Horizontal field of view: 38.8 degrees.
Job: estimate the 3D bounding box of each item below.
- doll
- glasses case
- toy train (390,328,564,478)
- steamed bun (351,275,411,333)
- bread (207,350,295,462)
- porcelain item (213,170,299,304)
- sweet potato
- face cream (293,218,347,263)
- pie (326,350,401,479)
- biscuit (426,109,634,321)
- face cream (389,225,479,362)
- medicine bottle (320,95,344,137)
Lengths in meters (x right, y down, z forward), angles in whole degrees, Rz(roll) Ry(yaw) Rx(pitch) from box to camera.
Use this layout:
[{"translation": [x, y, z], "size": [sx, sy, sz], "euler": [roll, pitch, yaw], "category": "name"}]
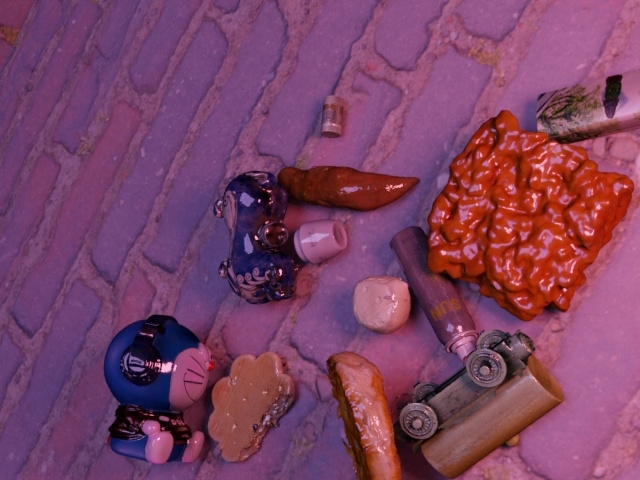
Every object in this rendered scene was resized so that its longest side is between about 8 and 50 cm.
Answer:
[{"translation": [-0.359, 0.317, 1.988], "size": [0.240, 0.284, 0.309], "euler": [7, 81, 10], "category": "doll"}, {"translation": [0.510, -0.237, 1.570], "size": [0.272, 0.062, 0.095], "euler": [-11, 70, 36], "category": "glasses case"}, {"translation": [0.263, 0.286, 1.556], "size": [0.307, 0.126, 0.189], "euler": [-42, 79, 22], "category": "toy train"}, {"translation": [0.125, 0.125, 1.758], "size": [0.130, 0.091, 0.112], "euler": [-7, 81, 52], "category": "steamed bun"}, {"translation": [-0.155, 0.345, 1.957], "size": [0.251, 0.039, 0.182], "euler": [-53, 50, 16], "category": "bread"}, {"translation": [-0.129, -0.006, 1.939], "size": [0.186, 0.138, 0.287], "euler": [-2, 88, 54], "category": "porcelain item"}, {"translation": [0.030, -0.112, 1.900], "size": [0.355, 0.106, 0.095], "euler": [5, 122, 38], "category": "sweet potato"}, {"translation": [0.000, 0.000, 1.899], "size": [0.095, 0.091, 0.091], "euler": [-17, 67, 27], "category": "face cream"}, {"translation": [0.085, 0.346, 1.610], "size": [0.092, 0.315, 0.315], "euler": [-13, 63, -5], "category": "pie"}, {"translation": [0.348, -0.038, 1.597], "size": [0.312, 0.110, 0.318], "euler": [33, 100, 31], "category": "biscuit"}, {"translation": [0.217, 0.101, 1.702], "size": [0.073, 0.073, 0.283], "euler": [-40, 55, 23], "category": "face cream"}, {"translation": [0.026, -0.270, 1.986], "size": [0.047, 0.047, 0.083], "euler": [-4, 74, 38], "category": "medicine bottle"}]
